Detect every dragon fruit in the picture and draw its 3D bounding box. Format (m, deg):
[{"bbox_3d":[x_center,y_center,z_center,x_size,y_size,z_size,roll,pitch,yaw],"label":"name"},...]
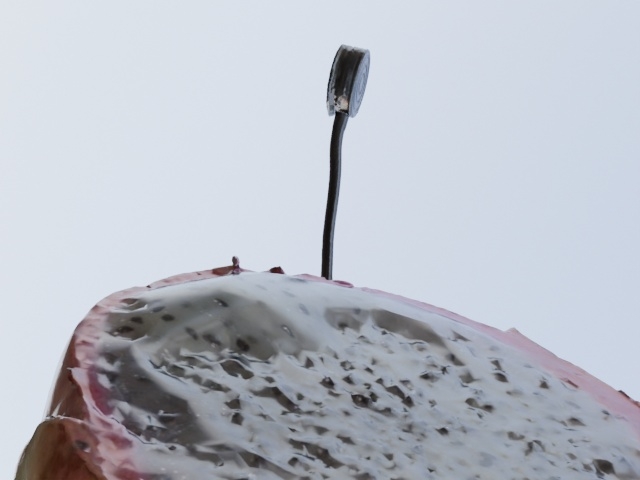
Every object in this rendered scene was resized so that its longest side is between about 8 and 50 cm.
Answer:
[{"bbox_3d":[0.006,0.141,0.452,0.290,0.291,0.189,52,-50,51],"label":"dragon fruit"}]

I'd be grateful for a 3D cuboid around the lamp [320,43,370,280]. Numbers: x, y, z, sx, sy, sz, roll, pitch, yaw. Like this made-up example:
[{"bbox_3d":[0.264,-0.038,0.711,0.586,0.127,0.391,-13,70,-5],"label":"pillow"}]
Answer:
[{"bbox_3d":[0.036,0.008,0.986,0.109,0.130,0.371,9,-110,12],"label":"lamp"}]
